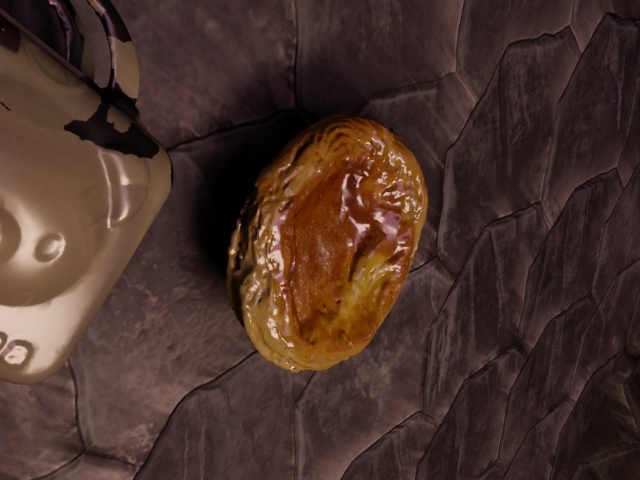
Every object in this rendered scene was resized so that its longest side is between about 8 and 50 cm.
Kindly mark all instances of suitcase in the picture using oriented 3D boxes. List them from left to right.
[{"bbox_3d":[-0.287,-0.077,0.588,0.339,0.194,0.351,-60,141,-9],"label":"suitcase"}]

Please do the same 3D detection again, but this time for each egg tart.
[{"bbox_3d":[0.000,0.000,0.983,0.352,0.150,0.351,-19,117,-42],"label":"egg tart"}]
